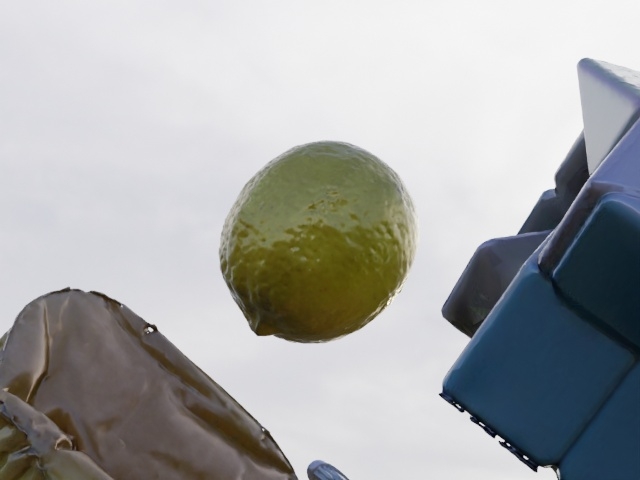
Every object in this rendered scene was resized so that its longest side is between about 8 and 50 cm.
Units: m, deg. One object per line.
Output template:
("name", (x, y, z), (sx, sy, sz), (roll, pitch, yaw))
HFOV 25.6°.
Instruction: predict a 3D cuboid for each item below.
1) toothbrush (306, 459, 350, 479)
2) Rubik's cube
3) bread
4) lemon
("toothbrush", (0.066, 0.194, 0.833), (0.024, 0.018, 0.257), (33, -10, 48))
("Rubik's cube", (0.282, 0.052, 0.962), (0.387, 0.368, 0.358), (38, -43, 11))
("bread", (-0.156, 0.185, 1.011), (0.288, 0.204, 0.156), (39, -57, -20))
("lemon", (-0.002, 0.002, 1.294), (0.193, 0.180, 0.180), (-36, -31, -3))
